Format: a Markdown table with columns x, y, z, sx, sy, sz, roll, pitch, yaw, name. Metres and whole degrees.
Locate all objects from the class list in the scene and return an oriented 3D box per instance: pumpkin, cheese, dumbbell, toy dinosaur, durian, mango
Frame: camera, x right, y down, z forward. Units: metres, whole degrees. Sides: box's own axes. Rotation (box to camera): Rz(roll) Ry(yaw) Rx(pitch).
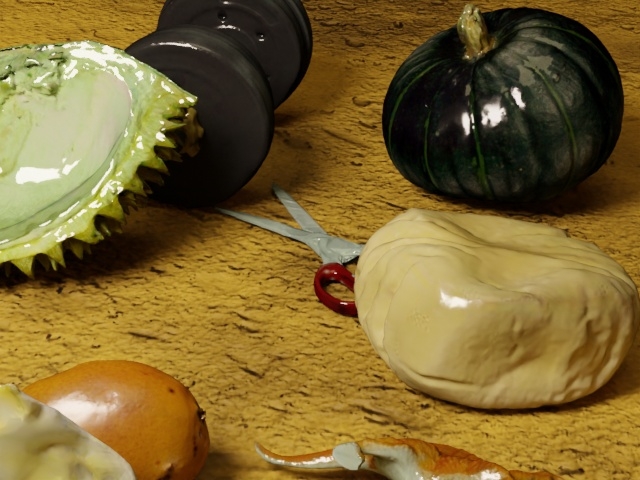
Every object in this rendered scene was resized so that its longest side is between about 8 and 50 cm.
| x | y | z | sx | sy | sz | roll | pitch | yaw | name |
| --- | --- | --- | --- | --- | --- | --- | --- | --- | --- |
| 0.183 | -0.145 | 1.327 | 0.250 | 0.216 | 0.250 | -21 | 29 | 12 | pumpkin |
| 0.146 | 0.048 | 1.077 | 0.226 | 0.117 | 0.214 | 0 | 25 | -17 | cheese |
| -0.117 | -0.173 | 1.375 | 0.185 | 0.185 | 0.388 | 7 | 28 | 7 | dumbbell |
| 0.073 | 0.160 | 0.921 | 0.212 | 0.057 | 0.142 | 28 | 26 | 35 | toy dinosaur |
| -0.309 | -0.072 | 1.158 | 0.394 | 0.198 | 0.163 | 5 | 30 | 8 | durian |
| -0.157 | 0.138 | 0.888 | 0.159 | 0.105 | 0.084 | -10 | 13 | -14 | mango |

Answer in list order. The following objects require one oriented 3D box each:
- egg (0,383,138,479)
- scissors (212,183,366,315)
| x | y | z | sx | sy | sz | roll | pitch | yaw | name |
| --- | --- | --- | --- | --- | --- | --- | --- | --- | --- |
| -0.130 | 0.227 | 0.648 | 0.162 | 0.206 | 0.271 | 28 | 22 | -51 | egg |
| 0.000 | 0.000 | 1.243 | 0.144 | 0.017 | 0.247 | -20 | 35 | -35 | scissors |
